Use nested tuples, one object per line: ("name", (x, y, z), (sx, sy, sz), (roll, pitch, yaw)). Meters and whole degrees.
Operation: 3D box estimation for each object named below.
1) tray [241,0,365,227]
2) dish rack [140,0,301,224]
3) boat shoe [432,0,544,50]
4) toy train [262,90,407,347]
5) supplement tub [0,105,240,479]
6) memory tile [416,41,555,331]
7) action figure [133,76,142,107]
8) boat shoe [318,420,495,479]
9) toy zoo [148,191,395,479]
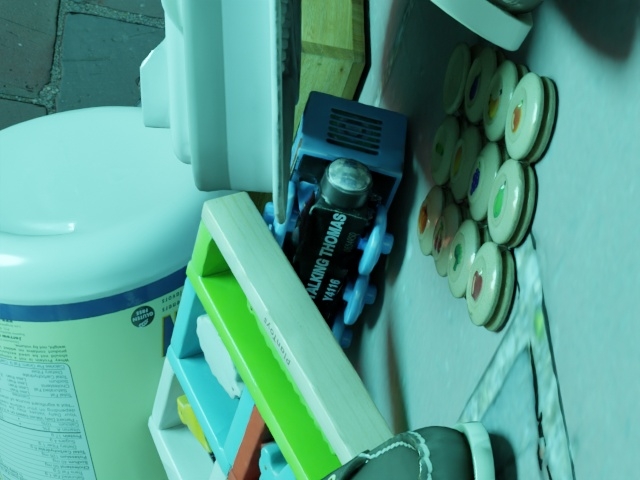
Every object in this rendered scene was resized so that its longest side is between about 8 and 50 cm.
("tray", (-0.046, -0.079, 1.100), (0.411, 0.076, 0.203), (110, 165, -49))
("dish rack", (-0.046, -0.185, 0.645), (0.333, 0.072, 0.286), (-91, 1, -68))
("boat shoe", (0.057, -0.194, 0.538), (0.096, 0.116, 0.324), (-43, 27, 25))
("toy train", (0.000, 0.000, 0.781), (0.184, 0.080, 0.105), (109, 174, -49))
("supplement tub", (-0.163, 0.084, 0.993), (0.235, 0.235, 0.325), (-97, 1, -57))
("memory tile", (0.072, -0.031, 0.583), (0.148, 0.012, 0.113), (-115, 36, -73))
("action figure", (-0.221, -0.142, 1.848), (0.330, 0.178, 0.341), (-81, 6, -68))
("boat shoe", (0.016, 0.144, 0.573), (0.228, 0.068, 0.081), (114, 162, -55))
("toy zoo", (-0.044, 0.135, 0.774), (0.192, 0.030, 0.293), (58, 148, 29))
